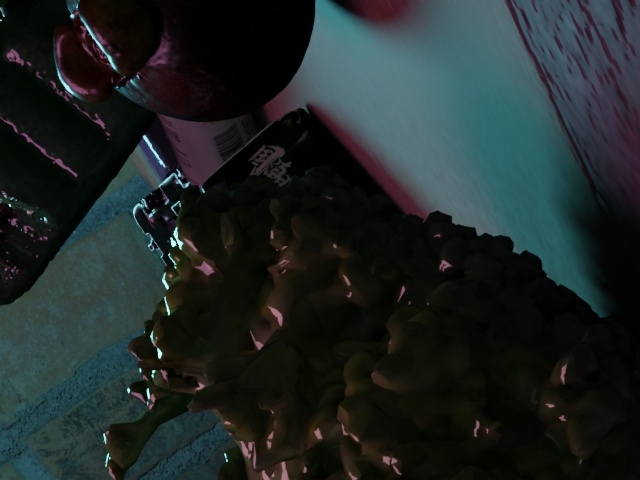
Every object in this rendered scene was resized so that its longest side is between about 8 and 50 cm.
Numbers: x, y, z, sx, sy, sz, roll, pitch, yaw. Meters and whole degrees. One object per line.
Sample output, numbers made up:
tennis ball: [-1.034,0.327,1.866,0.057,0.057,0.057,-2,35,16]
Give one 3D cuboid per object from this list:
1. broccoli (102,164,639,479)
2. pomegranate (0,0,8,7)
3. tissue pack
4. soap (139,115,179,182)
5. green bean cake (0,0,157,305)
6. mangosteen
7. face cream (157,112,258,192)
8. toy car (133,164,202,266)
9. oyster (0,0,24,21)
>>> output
broccoli: [0.069,0.147,0.597,0.338,0.317,0.277,17,177,-27]
pomegranate: [-0.387,-0.369,1.345,0.358,0.216,0.310,32,-176,38]
tissue pack: [-0.001,0.000,0.956,0.170,0.103,0.090,51,178,36]
soap: [-0.214,-0.195,1.513,0.259,0.081,0.181,56,172,-3]
green bean cake: [-0.282,-0.086,1.273,0.169,0.300,0.308,37,-175,-8]
mangosteen: [-0.078,-0.129,0.719,0.152,0.152,0.152,54,172,11]
face cream: [-0.102,-0.119,1.149,0.082,0.082,0.269,53,172,18]
toy car: [-0.119,-0.041,1.466,0.097,0.100,0.191,56,139,0]
oyster: [-0.359,-0.328,1.675,0.268,0.112,0.198,-104,-9,-61]
